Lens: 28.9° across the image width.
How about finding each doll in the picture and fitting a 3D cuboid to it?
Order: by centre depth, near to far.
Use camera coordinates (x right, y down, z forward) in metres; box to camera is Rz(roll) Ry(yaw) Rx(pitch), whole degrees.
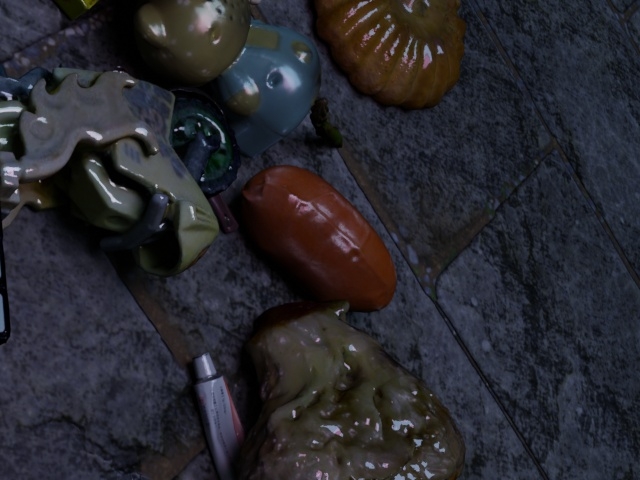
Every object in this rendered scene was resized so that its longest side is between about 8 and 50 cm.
[{"bbox_3d":[-0.127,-0.250,1.610,0.260,0.161,0.177,37,42,-26],"label":"doll"}]

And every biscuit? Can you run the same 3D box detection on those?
[{"bbox_3d":[0.121,-0.362,1.968,0.325,0.107,0.326,24,56,-41],"label":"biscuit"}]

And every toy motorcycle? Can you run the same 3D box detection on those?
[{"bbox_3d":[-0.266,-0.086,1.396,0.410,0.169,0.237,12,56,-32],"label":"toy motorcycle"}]

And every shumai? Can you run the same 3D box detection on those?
[{"bbox_3d":[0.032,0.196,1.531,0.346,0.217,0.283,3,70,-42],"label":"shumai"}]

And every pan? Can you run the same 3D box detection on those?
[{"bbox_3d":[-0.156,-0.102,1.585,0.212,0.115,0.040,64,-4,-29],"label":"pan"}]

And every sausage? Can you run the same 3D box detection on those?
[{"bbox_3d":[0.002,-0.001,1.658,0.258,0.133,0.133,45,46,-21],"label":"sausage"}]

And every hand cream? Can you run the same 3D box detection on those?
[{"bbox_3d":[-0.112,0.240,1.505,0.052,0.038,0.216,-16,90,-24],"label":"hand cream"}]

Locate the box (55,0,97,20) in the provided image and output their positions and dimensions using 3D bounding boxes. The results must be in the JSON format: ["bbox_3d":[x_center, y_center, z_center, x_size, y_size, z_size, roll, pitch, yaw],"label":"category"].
[{"bbox_3d":[-0.361,-0.455,1.555,0.335,0.047,0.187,51,43,-17],"label":"box"}]

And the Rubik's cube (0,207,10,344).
[{"bbox_3d":[-0.410,0.037,1.193,0.162,0.160,0.163,4,70,-44],"label":"Rubik's cube"}]

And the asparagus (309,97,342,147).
[{"bbox_3d":[0.006,-0.160,1.721,0.236,0.034,0.027,47,26,-80],"label":"asparagus"}]

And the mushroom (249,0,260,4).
[{"bbox_3d":[-0.159,-0.381,1.723,0.187,0.060,0.061,31,47,-38],"label":"mushroom"}]
